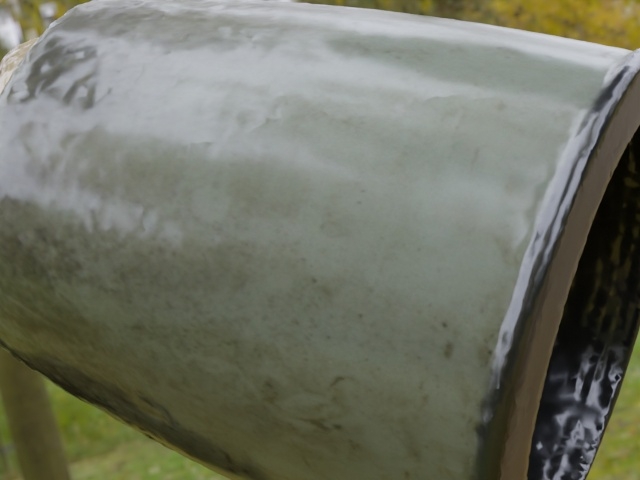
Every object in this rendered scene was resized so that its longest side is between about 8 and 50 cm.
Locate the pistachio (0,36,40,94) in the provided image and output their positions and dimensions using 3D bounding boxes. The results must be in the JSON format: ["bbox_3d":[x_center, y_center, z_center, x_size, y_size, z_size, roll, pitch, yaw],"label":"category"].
[{"bbox_3d":[-0.221,-0.104,1.604,0.229,0.157,0.157,28,5,4],"label":"pistachio"}]

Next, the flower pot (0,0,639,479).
[{"bbox_3d":[0.000,0.000,0.893,0.330,0.293,0.293,18,12,19],"label":"flower pot"}]
